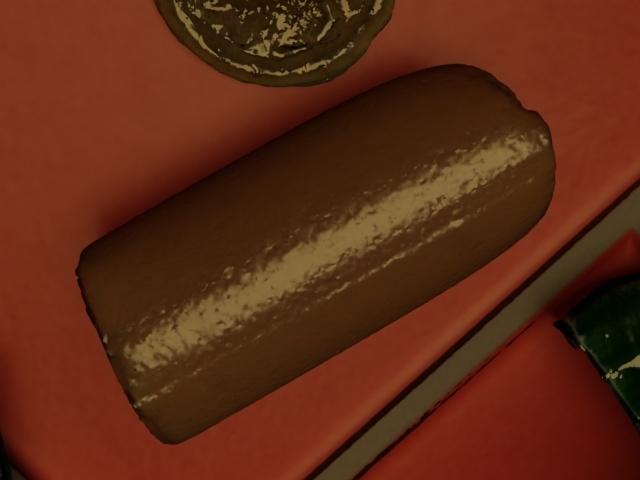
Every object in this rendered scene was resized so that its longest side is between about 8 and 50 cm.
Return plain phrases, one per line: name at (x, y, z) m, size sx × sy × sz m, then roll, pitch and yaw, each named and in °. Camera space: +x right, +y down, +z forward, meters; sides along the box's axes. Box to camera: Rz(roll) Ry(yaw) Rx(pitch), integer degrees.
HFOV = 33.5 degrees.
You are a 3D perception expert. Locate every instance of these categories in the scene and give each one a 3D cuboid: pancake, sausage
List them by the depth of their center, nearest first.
sausage at (0.000, 0.000, 0.583) m, size 0.253 × 0.123 × 0.123 m, roll -28°, pitch 104°, yaw -1°
pancake at (-0.023, -0.160, 0.594) m, size 0.151 × 0.025 × 0.152 m, roll -1°, pitch 104°, yaw -6°

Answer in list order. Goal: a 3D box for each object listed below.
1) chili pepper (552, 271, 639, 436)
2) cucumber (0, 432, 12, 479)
chili pepper at (0.289, 0.024, 0.639) m, size 0.270 × 0.099 × 0.136 m, roll -37°, pitch 94°, yaw 5°
cucumber at (-0.231, 0.136, 0.614) m, size 0.116 × 0.062 × 0.115 m, roll -9°, pitch 102°, yaw 2°
